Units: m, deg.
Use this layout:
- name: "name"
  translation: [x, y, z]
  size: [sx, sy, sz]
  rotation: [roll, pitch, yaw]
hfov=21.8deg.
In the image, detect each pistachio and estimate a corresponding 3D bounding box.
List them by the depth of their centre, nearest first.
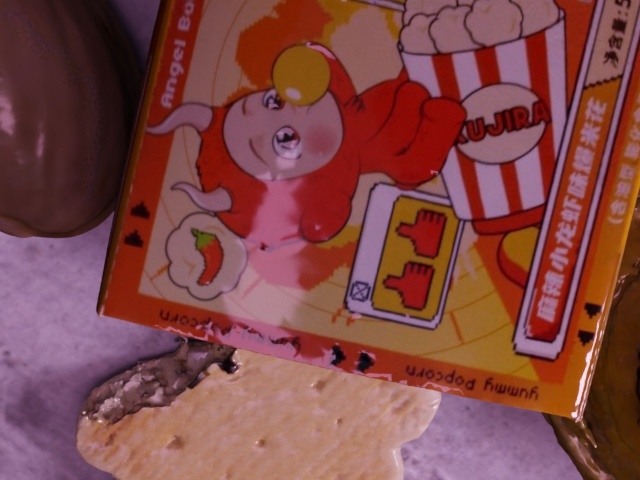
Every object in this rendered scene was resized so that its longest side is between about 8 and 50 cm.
- name: "pistachio"
  translation: [-0.193, -0.106, 0.979]
  size: [0.138, 0.153, 0.238]
  rotation: [-6, 125, 52]

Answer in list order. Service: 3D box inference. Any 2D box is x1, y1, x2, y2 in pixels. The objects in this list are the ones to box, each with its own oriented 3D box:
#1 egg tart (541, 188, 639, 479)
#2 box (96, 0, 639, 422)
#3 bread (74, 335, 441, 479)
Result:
- name: "egg tart"
  translation: [0.278, 0.088, 1.058]
  size: [0.294, 0.123, 0.294]
  rotation: [1, 102, 4]
- name: "box"
  translation: [0.034, -0.077, 0.901]
  size: [0.260, 0.214, 0.283]
  rotation: [13, 95, -6]
- name: "bread"
  translation: [-0.037, 0.133, 1.158]
  size: [0.251, 0.039, 0.181]
  rotation: [-27, 116, 13]
